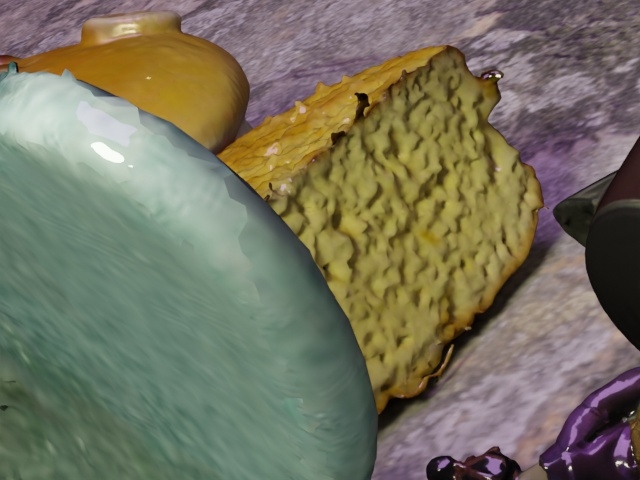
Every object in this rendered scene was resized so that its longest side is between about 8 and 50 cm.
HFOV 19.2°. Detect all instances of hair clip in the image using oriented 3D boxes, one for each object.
[{"bbox_3d":[-0.096,0.126,0.528,0.318,0.392,0.238,22,75,37],"label":"hair clip"}]

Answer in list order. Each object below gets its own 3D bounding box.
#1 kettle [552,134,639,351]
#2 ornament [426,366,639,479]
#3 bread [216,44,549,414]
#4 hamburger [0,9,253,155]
[{"bbox_3d":[0.233,-0.026,0.809,0.202,0.144,0.232,30,61,29],"label":"kettle"},{"bbox_3d":[0.141,0.086,0.700,0.203,0.081,0.088,-19,21,23],"label":"ornament"},{"bbox_3d":[0.000,0.000,0.968,0.139,0.143,0.229,-1,30,46],"label":"bread"},{"bbox_3d":[-0.167,-0.025,1.168,0.261,0.186,0.303,-40,23,-33],"label":"hamburger"}]
